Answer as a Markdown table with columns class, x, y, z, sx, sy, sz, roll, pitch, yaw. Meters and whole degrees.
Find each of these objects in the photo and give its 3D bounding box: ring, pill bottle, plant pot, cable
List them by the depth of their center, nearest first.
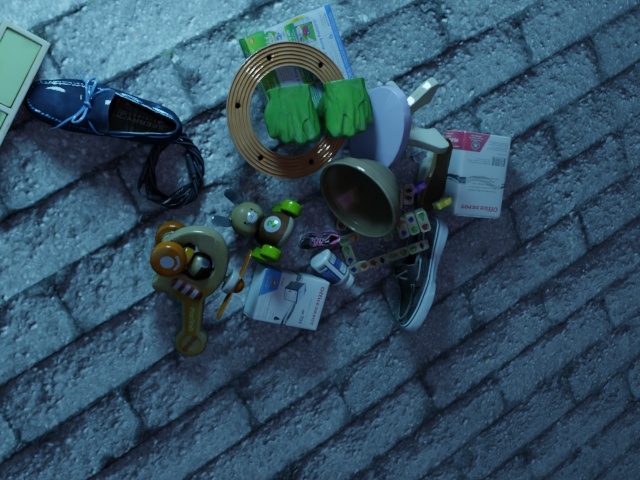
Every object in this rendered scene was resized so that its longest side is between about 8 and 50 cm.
| class | x | y | z | sx | sy | sz | roll | pitch | yaw |
| --- | --- | --- | --- | --- | --- | --- | --- | --- | --- |
| cable | -0.347 | -0.169 | 1.770 | 0.150 | 0.047 | 0.184 | 21 | 89 | -27 |
| ring | -0.077 | -0.320 | 1.826 | 0.336 | 0.032 | 0.337 | -5 | 103 | -25 |
| plant pot | 0.122 | -0.130 | 1.907 | 0.110 | 0.237 | 0.237 | -46 | 118 | -31 |
| pill bottle | 0.035 | 0.080 | 2.002 | 0.120 | 0.067 | 0.067 | 43 | 80 | -27 |

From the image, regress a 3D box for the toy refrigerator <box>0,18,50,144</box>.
| class | x | y | z | sx | sy | sz | roll | pitch | yaw |
| --- | --- | --- | --- | --- | --- | --- | --- | --- | --- |
| toy refrigerator | -0.676 | -0.317 | 1.548 | 0.102 | 0.094 | 0.269 | 27 | 88 | -29 |

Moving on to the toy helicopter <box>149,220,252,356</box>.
| class | x | y | z | sx | sy | sz | roll | pitch | yaw |
| --- | --- | --- | --- | --- | --- | --- | --- | --- | --- |
| toy helicopter | -0.292 | 0.129 | 1.804 | 0.235 | 0.140 | 0.355 | 3 | 116 | -8 |

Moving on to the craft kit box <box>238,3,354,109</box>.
| class | x | y | z | sx | sy | sz | roll | pitch | yaw |
| --- | --- | --- | --- | --- | --- | --- | --- | --- | --- |
| craft kit box | -0.049 | -0.433 | 1.863 | 0.246 | 0.061 | 0.250 | -29 | 112 | -22 |

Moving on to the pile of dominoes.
| class | x | y | z | sx | sy | sz | roll | pitch | yaw |
| --- | --- | --- | --- | --- | --- | --- | --- | --- | --- |
| pile of dominoes | 0.169 | -0.027 | 2.006 | 0.251 | 0.040 | 0.196 | -20 | 106 | 4 |

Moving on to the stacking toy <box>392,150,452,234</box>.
| class | x | y | z | sx | sy | sz | roll | pitch | yaw |
| --- | --- | --- | --- | --- | --- | --- | --- | --- | --- |
| stacking toy | 0.230 | -0.125 | 2.027 | 0.221 | 0.052 | 0.167 | -29 | 102 | -1 |

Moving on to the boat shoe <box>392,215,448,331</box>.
| class | x | y | z | sx | sy | sz | roll | pitch | yaw |
| --- | --- | --- | --- | --- | --- | --- | --- | --- | --- |
| boat shoe | 0.261 | 0.087 | 2.103 | 0.119 | 0.121 | 0.335 | 17 | 81 | -21 |

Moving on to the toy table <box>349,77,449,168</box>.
| class | x | y | z | sx | sy | sz | roll | pitch | yaw |
| --- | --- | --- | --- | --- | --- | --- | --- | --- | --- |
| toy table | 0.199 | -0.304 | 1.925 | 0.161 | 0.274 | 0.252 | -24 | 77 | -31 |

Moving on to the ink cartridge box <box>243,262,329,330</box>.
| class | x | y | z | sx | sy | sz | roll | pitch | yaw |
| --- | --- | --- | --- | --- | --- | --- | --- | --- | --- |
| ink cartridge box | -0.089 | 0.149 | 1.947 | 0.190 | 0.082 | 0.140 | 14 | 94 | -27 |

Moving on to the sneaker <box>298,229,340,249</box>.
| class | x | y | z | sx | sy | sz | roll | pitch | yaw |
| --- | --- | --- | --- | --- | --- | --- | --- | --- | --- |
| sneaker | 0.000 | 0.000 | 1.974 | 0.119 | 0.057 | 0.047 | -14 | 108 | -22 |

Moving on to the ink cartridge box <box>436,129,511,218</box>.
| class | x | y | z | sx | sy | sz | roll | pitch | yaw |
| --- | --- | --- | --- | --- | --- | --- | --- | --- | --- |
| ink cartridge box | 0.440 | -0.190 | 2.130 | 0.172 | 0.100 | 0.237 | 3 | 98 | -27 |

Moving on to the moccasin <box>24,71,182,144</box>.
| class | x | y | z | sx | sy | sz | roll | pitch | yaw |
| --- | --- | --- | --- | --- | --- | --- | --- | --- | --- |
| moccasin | -0.469 | -0.295 | 1.626 | 0.342 | 0.117 | 0.138 | 5 | 92 | -19 |

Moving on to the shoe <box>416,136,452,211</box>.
| class | x | y | z | sx | sy | sz | roll | pitch | yaw |
| --- | --- | --- | --- | --- | --- | --- | --- | --- | --- |
| shoe | 0.317 | -0.188 | 2.098 | 0.076 | 0.058 | 0.219 | 10 | 98 | -38 |

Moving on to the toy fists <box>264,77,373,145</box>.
| class | x | y | z | sx | sy | sz | roll | pitch | yaw |
| --- | --- | --- | --- | --- | --- | --- | --- | --- | --- |
| toy fists | -0.004 | -0.307 | 1.796 | 0.279 | 0.096 | 0.142 | -11 | 96 | -23 |

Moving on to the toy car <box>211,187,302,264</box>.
| class | x | y | z | sx | sy | sz | roll | pitch | yaw |
| --- | --- | --- | --- | --- | --- | --- | --- | --- | --- |
| toy car | -0.169 | -0.051 | 1.841 | 0.188 | 0.149 | 0.155 | 28 | 76 | -17 |
